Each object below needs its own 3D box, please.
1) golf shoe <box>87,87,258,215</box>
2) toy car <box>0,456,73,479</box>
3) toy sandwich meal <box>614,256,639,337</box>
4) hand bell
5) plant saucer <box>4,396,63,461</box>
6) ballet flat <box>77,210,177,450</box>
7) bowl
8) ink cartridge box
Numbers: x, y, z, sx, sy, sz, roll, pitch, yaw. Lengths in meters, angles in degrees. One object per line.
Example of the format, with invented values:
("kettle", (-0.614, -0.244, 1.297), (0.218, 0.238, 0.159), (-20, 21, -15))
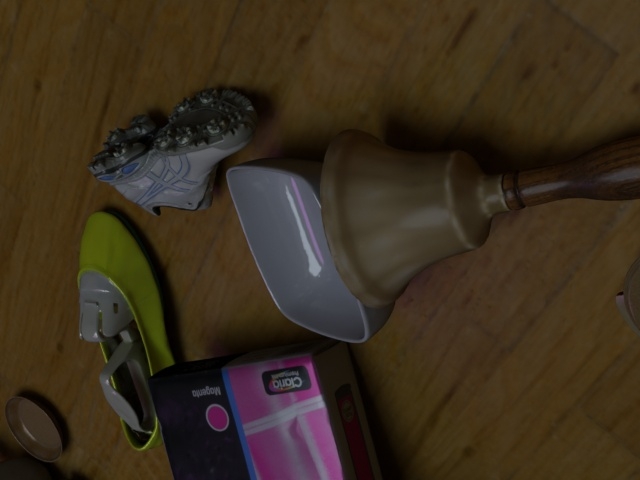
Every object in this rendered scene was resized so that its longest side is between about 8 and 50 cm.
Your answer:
("golf shoe", (-0.100, -0.065, 0.991), (0.176, 0.069, 0.086), (-10, 130, 44))
("toy car", (-0.335, 0.347, 1.380), (0.155, 0.149, 0.188), (10, 135, 21))
("toy sandwich meal", (0.234, 0.038, 0.808), (0.085, 0.029, 0.086), (16, 121, 28))
("hand bell", (0.134, -0.032, 0.805), (0.242, 0.126, 0.126), (-9, 111, 29))
("plant saucer", (-0.303, 0.199, 1.336), (0.083, 0.015, 0.083), (20, 128, 28))
("ballet flat", (-0.176, 0.089, 1.123), (0.077, 0.077, 0.231), (3, 118, 37))
("bowl", (0.000, 0.000, 0.927), (0.142, 0.053, 0.142), (12, 126, 58))
("ink cartridge box", (-0.018, 0.273, 1.052), (0.175, 0.069, 0.371), (-13, 96, 31))
